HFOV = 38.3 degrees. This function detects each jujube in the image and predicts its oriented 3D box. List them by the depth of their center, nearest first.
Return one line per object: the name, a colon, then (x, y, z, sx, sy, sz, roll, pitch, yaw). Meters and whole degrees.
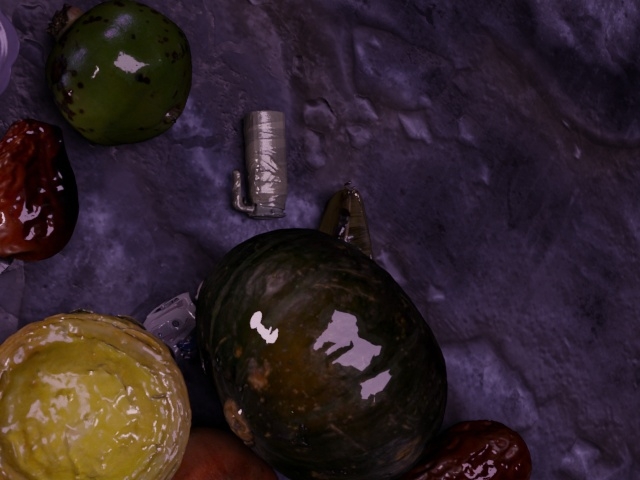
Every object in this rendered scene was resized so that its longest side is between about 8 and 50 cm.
jujube: (-0.470, -0.084, 1.487, 0.168, 0.168, 0.237, 12, 75, -28)
jujube: (0.275, 0.464, 1.818, 0.290, 0.197, 0.197, -22, 94, -15)

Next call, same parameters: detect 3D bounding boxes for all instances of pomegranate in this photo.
pomegranate: (-0.346, -0.288, 1.543, 0.270, 0.254, 0.254, 37, 67, -8)

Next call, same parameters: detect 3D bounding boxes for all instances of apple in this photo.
apple: (-0.184, 0.435, 1.550, 0.253, 0.253, 0.254, 4, 81, -29)

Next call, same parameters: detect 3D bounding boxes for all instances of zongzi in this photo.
zongzi: (0.000, -0.003, 1.781, 0.204, 0.094, 0.205, -7, 83, -21)

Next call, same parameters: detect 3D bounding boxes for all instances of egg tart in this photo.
egg tart: (-0.377, 0.276, 1.471, 0.345, 0.132, 0.346, 1, 82, -6)

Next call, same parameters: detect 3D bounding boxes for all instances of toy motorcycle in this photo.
toy motorcycle: (-0.251, 0.153, 1.620, 0.112, 0.112, 0.254, 47, 65, -16)

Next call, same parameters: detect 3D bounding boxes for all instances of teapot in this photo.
teapot: (-0.117, -0.140, 1.737, 0.107, 0.077, 0.201, 0, 83, -26)

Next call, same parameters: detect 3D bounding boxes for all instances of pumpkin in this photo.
pumpkin: (-0.007, 0.194, 1.481, 0.344, 0.454, 0.454, -40, 103, -16)

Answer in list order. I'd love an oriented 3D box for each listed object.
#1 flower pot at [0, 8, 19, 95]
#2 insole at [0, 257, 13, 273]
flower pot: (-0.589, -0.271, 1.348, 0.265, 0.243, 0.265, 2, 88, -50)
insole: (-0.599, 0.078, 1.476, 0.253, 0.005, 0.086, -40, 104, -27)
